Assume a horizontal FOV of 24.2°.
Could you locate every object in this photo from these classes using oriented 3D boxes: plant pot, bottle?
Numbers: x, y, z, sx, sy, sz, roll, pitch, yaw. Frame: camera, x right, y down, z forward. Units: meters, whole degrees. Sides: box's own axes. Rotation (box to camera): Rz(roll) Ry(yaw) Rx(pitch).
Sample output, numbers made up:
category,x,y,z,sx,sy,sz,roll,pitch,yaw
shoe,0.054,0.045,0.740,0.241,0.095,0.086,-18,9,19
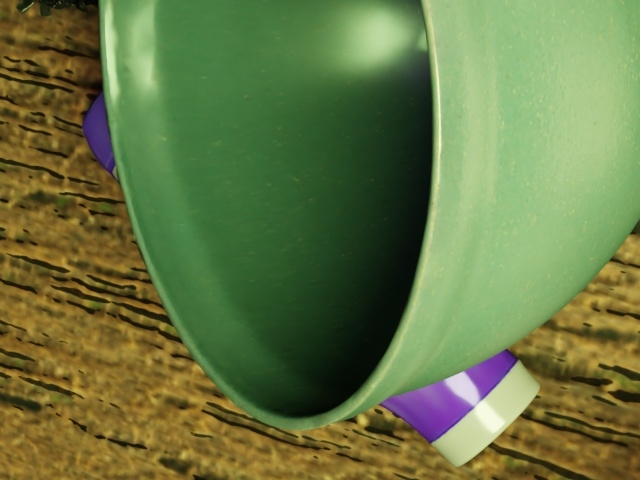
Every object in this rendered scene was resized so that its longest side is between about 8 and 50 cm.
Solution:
category,x,y,z,sx,sy,sz,roll,pitch,yaw
plant pot,0.048,-0.081,0.655,0.293,0.196,0.293,28,123,56
bottle,0.000,0.000,0.819,0.283,0.092,0.118,45,118,3

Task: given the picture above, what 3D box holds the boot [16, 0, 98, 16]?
category,x,y,z,sx,sy,sz,roll,pitch,yaw
boot,-0.131,-0.183,0.846,0.099,0.045,0.121,14,109,18
